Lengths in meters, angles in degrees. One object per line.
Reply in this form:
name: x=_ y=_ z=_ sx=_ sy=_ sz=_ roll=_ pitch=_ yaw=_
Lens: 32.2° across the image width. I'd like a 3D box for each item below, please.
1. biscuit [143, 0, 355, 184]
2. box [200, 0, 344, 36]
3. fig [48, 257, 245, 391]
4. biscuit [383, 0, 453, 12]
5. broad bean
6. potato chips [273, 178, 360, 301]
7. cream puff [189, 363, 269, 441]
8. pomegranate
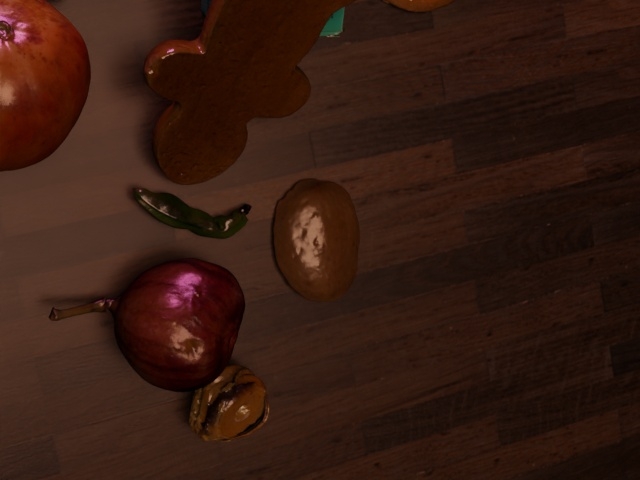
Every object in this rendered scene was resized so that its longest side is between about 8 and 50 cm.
biscuit: x=-0.126 y=-0.263 z=1.619 sx=0.283 sy=0.064 sz=0.432 roll=4 pitch=130 yaw=-38
box: x=-0.063 y=-0.461 z=1.629 sx=0.205 sy=0.118 sz=0.311 roll=-5 pitch=122 yaw=-18
fig: x=-0.244 y=0.117 z=1.672 sx=0.250 sy=0.186 sz=0.203 roll=14 pitch=67 yaw=19
biscuit: x=0.192 y=-0.461 z=1.823 sx=0.144 sy=0.033 sz=0.224 roll=42 pitch=82 yaw=-19
broad bean: x=-0.200 y=-0.039 z=1.719 sx=0.195 sy=0.046 sz=0.061 roll=8 pitch=82 yaw=-26
potato chips: x=0.000 y=0.000 z=1.798 sx=0.150 sy=0.049 sz=0.201 roll=-1 pitch=91 yaw=-26
cream puff: x=-0.149 y=0.257 z=1.741 sx=0.133 sy=0.104 sz=0.119 roll=-47 pitch=141 yaw=-2
pomegranate: x=-0.444 y=-0.204 z=1.518 sx=0.229 sy=0.270 sz=0.252 roll=32 pitch=51 yaw=4
